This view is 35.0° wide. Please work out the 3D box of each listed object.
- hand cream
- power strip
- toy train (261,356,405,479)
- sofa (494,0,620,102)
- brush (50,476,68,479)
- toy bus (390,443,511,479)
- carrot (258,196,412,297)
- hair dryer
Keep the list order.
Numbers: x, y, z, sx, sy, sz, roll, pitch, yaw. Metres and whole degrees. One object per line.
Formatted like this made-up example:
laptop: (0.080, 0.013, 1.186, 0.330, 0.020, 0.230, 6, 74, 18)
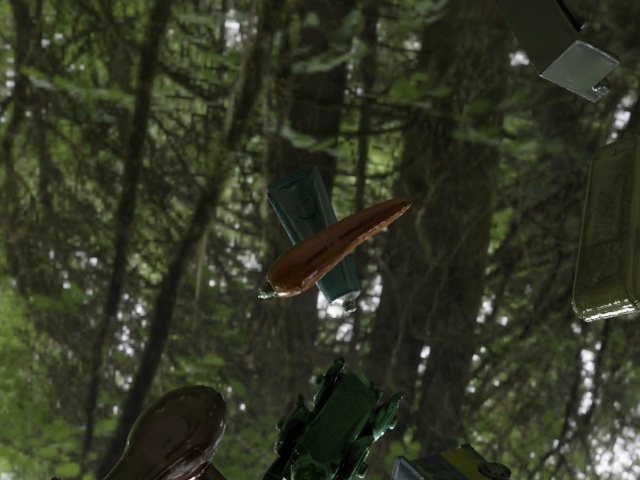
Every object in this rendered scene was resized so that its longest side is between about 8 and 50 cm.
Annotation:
hand cream: (0.000, 0.000, 1.442, 0.083, 0.048, 0.224, -27, -107, 6)
power strip: (0.424, -0.034, 1.445, 0.092, 0.066, 0.387, -18, -146, 34)
toy train: (0.004, 0.152, 0.734, 0.070, 0.099, 0.172, 28, -162, 9)
sofa: (0.210, -0.199, 0.893, 0.085, 0.060, 0.147, 17, -140, -38)
brush: (-0.337, 0.365, 1.093, 0.060, 0.050, 0.321, 22, -153, 2)
toy bus: (0.242, 0.441, 1.547, 0.175, 0.138, 0.288, -4, -159, -30)
carrot: (0.010, 0.003, 0.784, 0.142, 0.035, 0.035, -34, -136, -16)
hair dryer: (-0.174, 0.404, 1.491, 0.123, 0.340, 0.312, -28, -166, 31)
